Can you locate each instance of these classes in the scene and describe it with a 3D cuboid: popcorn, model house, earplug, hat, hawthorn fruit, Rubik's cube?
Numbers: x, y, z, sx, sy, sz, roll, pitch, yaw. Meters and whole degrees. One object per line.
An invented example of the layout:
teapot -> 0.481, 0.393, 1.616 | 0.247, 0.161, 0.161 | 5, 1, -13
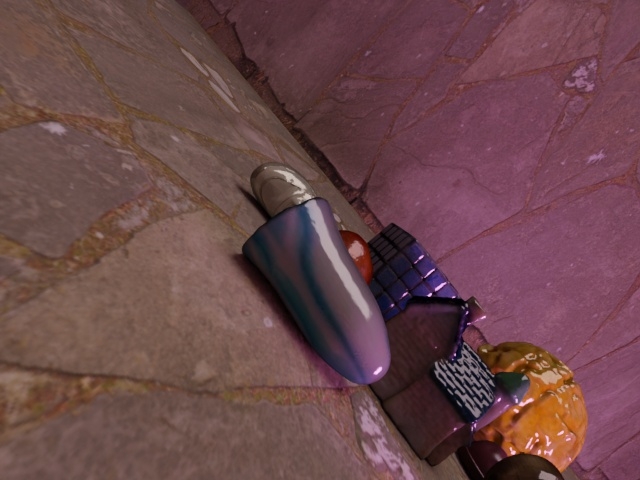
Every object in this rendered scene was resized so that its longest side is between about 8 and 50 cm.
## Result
popcorn -> 0.583, 0.480, 1.573 | 0.390, 0.344, 0.354 | 51, 2, -32
model house -> 0.255, 0.259, 1.155 | 0.298, 0.284, 0.243 | 52, 15, 12
earplug -> 0.015, 0.107, 0.981 | 0.324, 0.185, 0.185 | 59, 12, 13
hat -> 0.416, 0.547, 1.321 | 0.205, 0.089, 0.205 | 49, 10, -12
hawthorn fruit -> 0.030, 0.058, 1.169 | 0.173, 0.173, 0.173 | 48, 10, -11
Rubik's cube -> 0.191, 0.125, 1.411 | 0.237, 0.237, 0.238 | 48, 4, -14

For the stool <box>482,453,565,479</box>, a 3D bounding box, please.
stool -> 0.426, 0.563, 1.050 | 0.179, 0.179, 0.264 | 49, 10, -8

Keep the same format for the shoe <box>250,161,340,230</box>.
shoe -> -0.037, -0.043, 1.360 | 0.342, 0.132, 0.210 | 49, 7, -26
